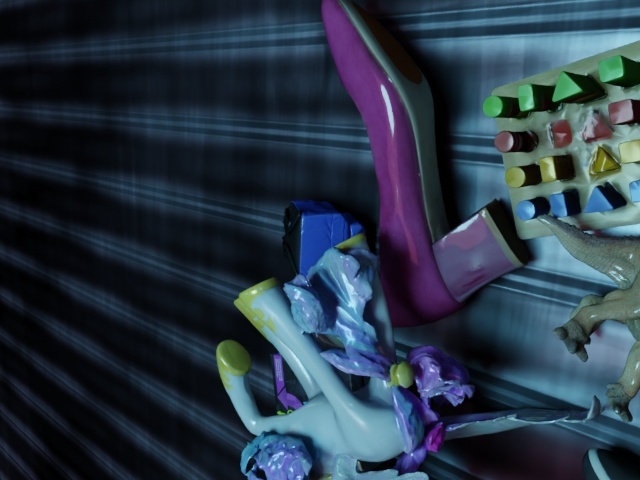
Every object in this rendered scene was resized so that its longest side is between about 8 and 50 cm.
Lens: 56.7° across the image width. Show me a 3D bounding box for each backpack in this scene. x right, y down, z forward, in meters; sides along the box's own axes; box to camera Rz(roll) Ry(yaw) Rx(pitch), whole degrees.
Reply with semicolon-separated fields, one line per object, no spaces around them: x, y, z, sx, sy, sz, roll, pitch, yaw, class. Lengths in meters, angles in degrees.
0.000;0.000;0.769;0.120;0.101;0.098;-139;55;-70;backpack

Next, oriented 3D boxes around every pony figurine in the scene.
0.054;0.189;0.601;0.351;0.302;0.364;-30;85;44;pony figurine

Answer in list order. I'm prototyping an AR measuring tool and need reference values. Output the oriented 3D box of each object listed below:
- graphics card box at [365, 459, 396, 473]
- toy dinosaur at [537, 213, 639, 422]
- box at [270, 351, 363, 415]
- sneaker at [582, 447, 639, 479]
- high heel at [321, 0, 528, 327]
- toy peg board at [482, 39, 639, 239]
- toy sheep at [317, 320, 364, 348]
0.146;0.486;0.720;0.371;0.094;0.233;42;123;31;graphics card box
0.315;0.061;0.472;0.200;0.127;0.296;-45;47;20;toy dinosaur
-0.005;0.225;0.858;0.162;0.029;0.116;-3;95;42;box
0.351;0.238;0.507;0.234;0.084;0.097;32;105;29;sneaker
0.059;-0.087;0.669;0.181;0.127;0.377;-34;77;30;high heel
0.233;-0.086;0.548;0.161;0.079;0.161;-10;90;44;toy peg board
0.031;0.096;0.767;0.132;0.091;0.091;-23;81;57;toy sheep
